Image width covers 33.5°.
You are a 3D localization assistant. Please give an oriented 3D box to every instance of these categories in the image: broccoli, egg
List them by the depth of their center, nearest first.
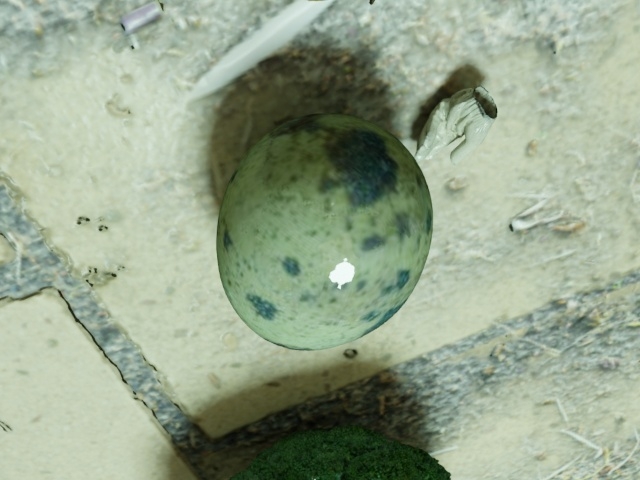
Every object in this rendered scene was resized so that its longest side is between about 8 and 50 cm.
[{"bbox_3d":[0.000,0.000,0.705,0.141,0.141,0.182,6,137,-18],"label":"egg"},{"bbox_3d":[0.016,0.288,0.877,0.269,0.270,0.270,-14,156,-6],"label":"broccoli"}]

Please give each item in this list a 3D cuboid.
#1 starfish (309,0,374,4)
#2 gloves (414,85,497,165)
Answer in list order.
[{"bbox_3d":[-0.099,-0.238,0.515,0.301,0.084,0.294,1,131,-9],"label":"starfish"},{"bbox_3d":[0.096,-0.078,0.723,0.081,0.037,0.044,-33,104,28],"label":"gloves"}]
